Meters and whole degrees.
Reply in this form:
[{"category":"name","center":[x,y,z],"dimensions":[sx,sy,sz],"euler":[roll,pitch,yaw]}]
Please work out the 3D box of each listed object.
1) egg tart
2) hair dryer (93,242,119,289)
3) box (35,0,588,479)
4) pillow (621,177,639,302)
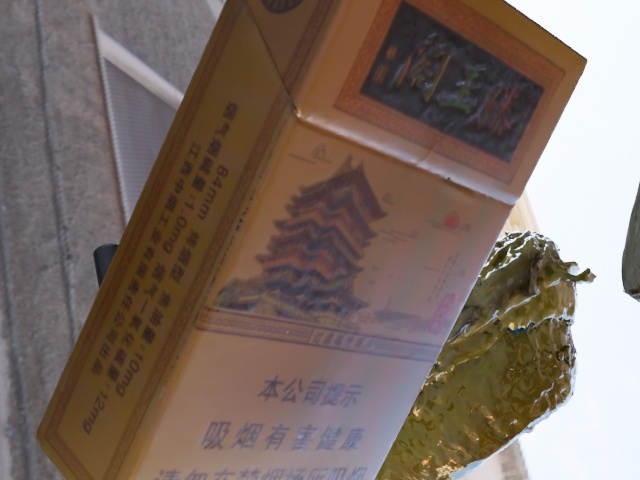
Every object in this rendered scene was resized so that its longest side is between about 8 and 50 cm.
[{"category":"egg tart","center":[0.130,0.149,0.959],"dimensions":[0.388,0.388,0.169],"euler":[-40,-105,7]},{"category":"hair dryer","center":[-0.150,0.036,0.774],"dimensions":[0.026,0.083,0.047],"euler":[-33,-125,24]},{"category":"box","center":[0.000,0.000,0.451],"dimensions":[0.076,0.174,0.274],"euler":[34,-78,40]},{"category":"pillow","center":[0.323,-0.019,0.833],"dimensions":[0.053,0.119,0.208],"euler":[-27,-143,57]}]
